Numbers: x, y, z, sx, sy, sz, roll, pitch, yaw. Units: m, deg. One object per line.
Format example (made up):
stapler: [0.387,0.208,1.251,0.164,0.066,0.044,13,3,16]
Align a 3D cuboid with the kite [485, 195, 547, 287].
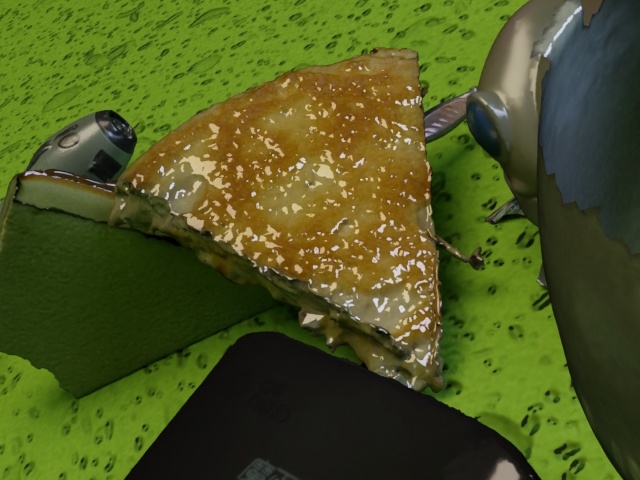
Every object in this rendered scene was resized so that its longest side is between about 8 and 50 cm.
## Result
kite: [0.183,-0.024,0.773,0.139,0.011,0.157,-7,43,39]

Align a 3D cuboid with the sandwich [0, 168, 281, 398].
sandwich: [-0.167,0.054,0.892,0.212,0.244,0.063,-57,25,35]

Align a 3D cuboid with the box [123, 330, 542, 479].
box: [-0.036,0.203,0.632,0.290,0.073,0.289,16,61,49]

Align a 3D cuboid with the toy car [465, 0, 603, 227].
toy car: [0.265,-0.167,0.676,0.336,0.226,0.242,-46,35,-20]

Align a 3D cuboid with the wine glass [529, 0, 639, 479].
wine glass: [0.215,0.040,0.393,0.238,0.323,0.238,-21,36,16]

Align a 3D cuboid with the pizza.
pizza: [0.000,0.000,0.772,0.279,0.075,0.288,-20,62,-12]

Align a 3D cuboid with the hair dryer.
hair dryer: [-0.297,0.001,1.116,0.229,0.092,0.267,-27,44,26]

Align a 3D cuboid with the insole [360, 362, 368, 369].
insole: [0.031,0.112,0.747,0.045,0.002,0.135,12,56,48]

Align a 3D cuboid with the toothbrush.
toothbrush: [0.092,-0.095,0.873,0.375,0.028,0.037,-32,1,-8]
